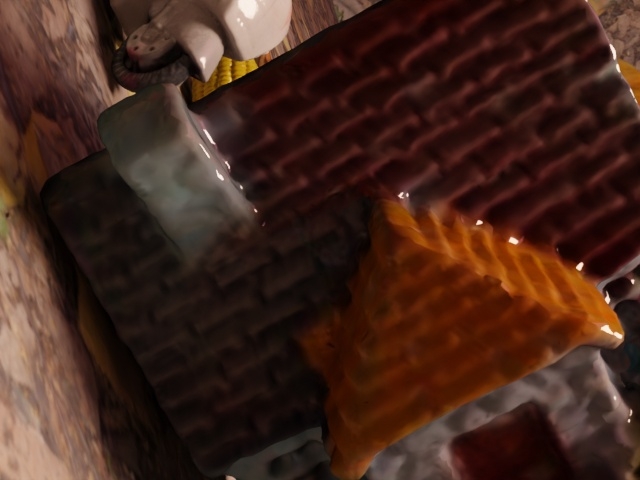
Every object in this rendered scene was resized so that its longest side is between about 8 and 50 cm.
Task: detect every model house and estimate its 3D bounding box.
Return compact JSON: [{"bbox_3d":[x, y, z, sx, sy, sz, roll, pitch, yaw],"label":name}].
[{"bbox_3d":[0.062,-0.001,0.819,0.339,0.360,0.297,58,7,-43],"label":"model house"}]

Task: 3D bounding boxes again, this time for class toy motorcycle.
[{"bbox_3d":[-0.083,-0.210,1.087,0.260,0.171,0.110,-97,168,-45],"label":"toy motorcycle"}]

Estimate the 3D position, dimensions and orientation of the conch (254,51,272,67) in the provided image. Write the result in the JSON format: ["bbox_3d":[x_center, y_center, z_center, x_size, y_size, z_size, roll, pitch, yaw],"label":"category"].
[{"bbox_3d":[-0.015,-0.097,1.607,0.255,0.127,0.158,46,-5,7],"label":"conch"}]

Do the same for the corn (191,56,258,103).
[{"bbox_3d":[-0.075,-0.092,1.239,0.067,0.067,0.206,63,13,-47],"label":"corn"}]
